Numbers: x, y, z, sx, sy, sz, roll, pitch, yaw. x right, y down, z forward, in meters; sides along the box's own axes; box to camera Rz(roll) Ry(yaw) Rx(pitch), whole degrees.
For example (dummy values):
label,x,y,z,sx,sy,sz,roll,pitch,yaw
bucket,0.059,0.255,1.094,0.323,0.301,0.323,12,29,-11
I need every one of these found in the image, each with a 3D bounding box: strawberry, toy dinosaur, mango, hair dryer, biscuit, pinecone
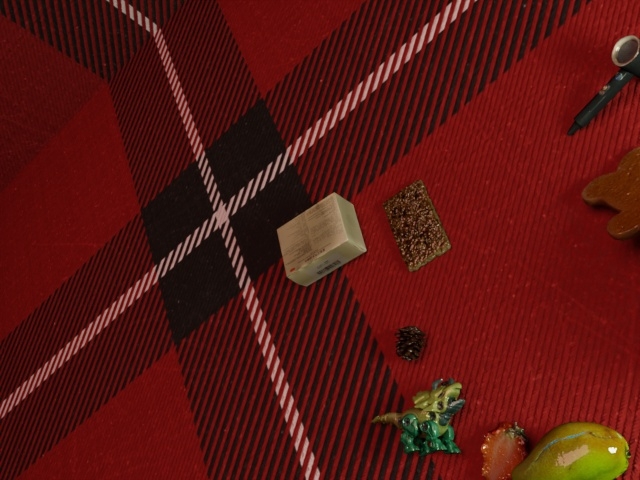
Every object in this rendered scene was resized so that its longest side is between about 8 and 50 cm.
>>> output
label,x,y,z,sx,sy,sz,roll,pitch,yaw
strawberry,0.376,0.437,1.494,0.104,0.048,0.152,31,106,37
toy dinosaur,0.213,0.405,1.618,0.259,0.094,0.153,-29,53,35
mango,0.462,0.416,1.386,0.233,0.111,0.125,-29,47,28
hair dryer,0.649,-0.326,1.630,0.255,0.128,0.070,-53,36,36
biscuit,0.653,-0.072,1.448,0.205,0.049,0.324,-38,26,7
biscuit,0.238,-0.040,1.856,0.131,0.025,0.231,-36,50,21
pinecone,0.207,0.239,1.709,0.077,0.077,0.083,-6,69,37

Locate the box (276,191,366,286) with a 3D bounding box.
label,x,y,z,sx,sy,sz,roll,pitch,yaw
box,0.000,0.000,1.983,0.212,0.095,0.168,-31,51,25
